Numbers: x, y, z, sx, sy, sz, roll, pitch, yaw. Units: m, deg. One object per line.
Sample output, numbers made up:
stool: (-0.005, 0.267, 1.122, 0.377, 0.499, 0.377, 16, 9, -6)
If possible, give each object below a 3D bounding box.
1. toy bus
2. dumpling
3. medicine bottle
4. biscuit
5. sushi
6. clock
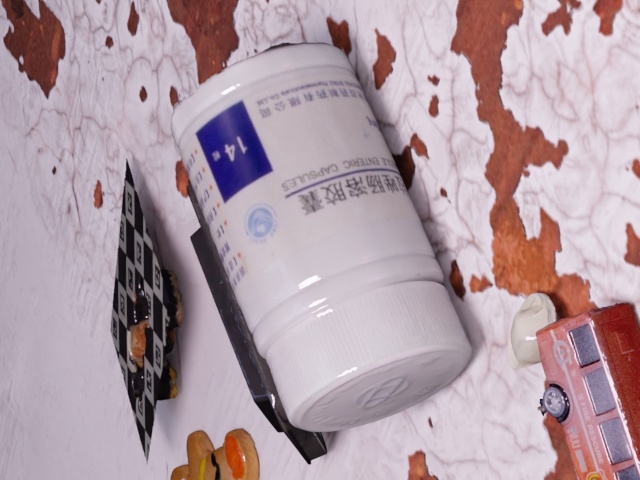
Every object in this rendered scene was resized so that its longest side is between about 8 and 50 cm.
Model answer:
toy bus: (0.247, 0.171, 1.559, 0.096, 0.073, 0.235, -32, 73, 53)
dumpling: (0.185, 0.075, 1.658, 0.077, 0.043, 0.059, 89, 170, -53)
medicine bottle: (0.000, 0.000, 1.797, 0.332, 0.190, 0.190, 67, 150, 17)
biscuit: (-0.132, 0.314, 2.329, 0.250, 0.036, 0.165, -18, 85, 61)
sushi: (-0.202, 0.090, 2.344, 0.264, 0.050, 0.290, -112, 24, -44)
clock: (-0.070, 0.090, 1.979, 0.273, 0.049, 0.279, 69, 179, -72)
